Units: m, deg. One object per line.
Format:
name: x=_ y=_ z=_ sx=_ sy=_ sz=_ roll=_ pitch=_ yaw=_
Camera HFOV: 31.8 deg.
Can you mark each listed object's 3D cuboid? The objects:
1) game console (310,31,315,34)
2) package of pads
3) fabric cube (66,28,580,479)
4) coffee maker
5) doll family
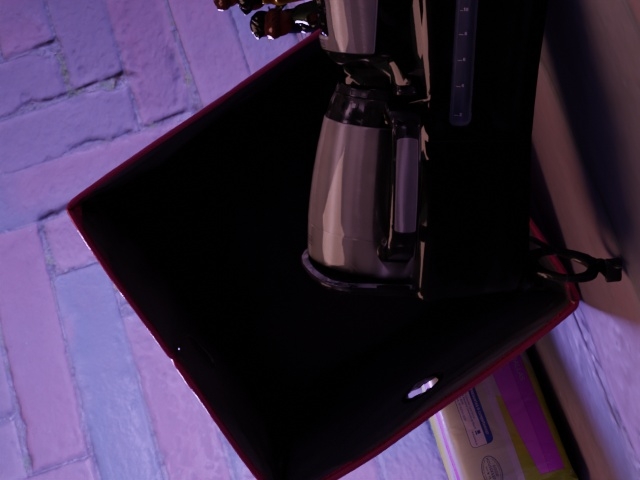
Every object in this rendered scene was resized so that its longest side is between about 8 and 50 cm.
game console: x=0.046 y=-0.198 z=1.267 sx=0.085 sy=0.124 sz=0.144 roll=-15 pitch=-93 yaw=-64
package of pads: x=0.169 y=0.195 z=1.099 sx=0.296 sy=0.101 sz=0.229 roll=71 pitch=-179 yaw=-60
fabric cube: x=0.000 y=0.000 z=0.862 sx=0.259 sy=0.254 sz=0.258 roll=56 pitch=180 yaw=-5
coffee maker: x=0.074 y=-0.068 z=0.603 sx=0.120 sy=0.171 sz=0.178 roll=28 pitch=118 yaw=57
doll family: x=-0.028 y=-0.206 z=0.966 sx=0.193 sy=0.111 sz=0.076 roll=-166 pitch=62 yaw=-79
